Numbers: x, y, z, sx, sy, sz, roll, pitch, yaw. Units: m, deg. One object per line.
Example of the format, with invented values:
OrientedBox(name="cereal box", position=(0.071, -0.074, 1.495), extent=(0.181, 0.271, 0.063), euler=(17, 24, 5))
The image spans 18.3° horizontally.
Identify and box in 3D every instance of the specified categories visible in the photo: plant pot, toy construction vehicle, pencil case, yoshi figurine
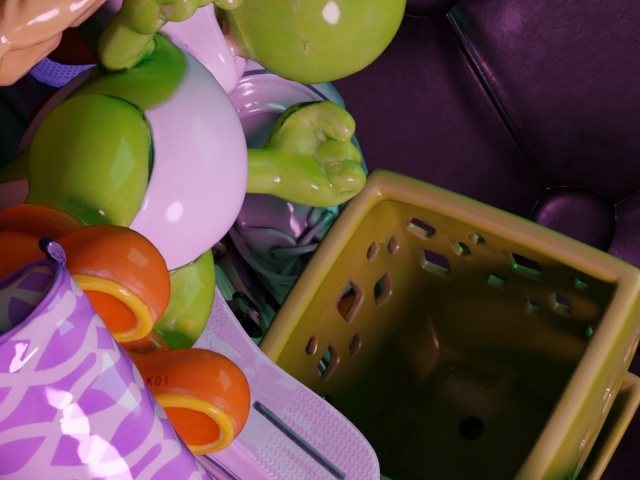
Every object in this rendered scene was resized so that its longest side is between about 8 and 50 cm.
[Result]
OrientedBox(name="plant pot", position=(0.098, 0.116, 1.432), extent=(0.227, 0.228, 0.207), euler=(23, -20, 25))
OrientedBox(name="toy construction vehicle", position=(-0.066, 0.079, 1.462), extent=(0.098, 0.035, 0.086), euler=(48, 25, -50))
OrientedBox(name="pencil case", position=(-0.102, 0.104, 0.902), extent=(0.206, 0.086, 0.088), euler=(59, -20, -19))
OrientedBox(name="yoshi figurine", position=(-0.049, -0.076, 1.069), extent=(0.203, 0.203, 0.362), euler=(24, 51, -16))

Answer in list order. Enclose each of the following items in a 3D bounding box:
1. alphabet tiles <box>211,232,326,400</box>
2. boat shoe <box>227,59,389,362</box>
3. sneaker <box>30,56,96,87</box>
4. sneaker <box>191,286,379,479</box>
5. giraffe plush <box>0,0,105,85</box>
OrientedBox(name="alphabet tiles", position=(-0.038, 0.077, 1.692), extent=(0.284, 0.021, 0.278), euler=(60, 7, -6))
OrientedBox(name="boat shoe", position=(-0.008, 0.004, 1.651), extent=(0.367, 0.136, 0.156), euler=(67, 3, -48))
OrientedBox(name="sneaker", position=(-0.204, -0.174, 1.227), extent=(0.330, 0.130, 0.147), euler=(65, 26, -63))
OrientedBox(name="sneaker", position=(-0.084, 0.080, 1.141), extent=(0.258, 0.094, 0.091), euler=(47, -35, -5))
OrientedBox(name="giraffe plush", position=(-0.208, -0.132, 0.921), extent=(0.170, 0.181, 0.210), euler=(49, 43, -7))
